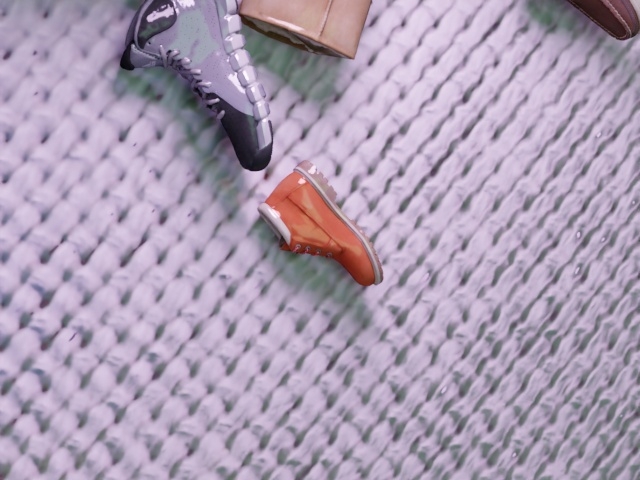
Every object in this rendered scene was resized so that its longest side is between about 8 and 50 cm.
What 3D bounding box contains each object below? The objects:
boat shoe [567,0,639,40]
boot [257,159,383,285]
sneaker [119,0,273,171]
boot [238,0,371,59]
[{"bbox_3d":[0.260,-0.311,1.797,0.257,0.095,0.095,44,77,-7],"label":"boat shoe"},{"bbox_3d":[0.000,0.000,1.703,0.084,0.059,0.158,-41,99,-15],"label":"boot"},{"bbox_3d":[-0.137,-0.169,1.625,0.132,0.086,0.229,-16,88,-19],"label":"sneaker"},{"bbox_3d":[0.065,-0.317,1.692,0.236,0.089,0.269,20,81,0],"label":"boot"}]
